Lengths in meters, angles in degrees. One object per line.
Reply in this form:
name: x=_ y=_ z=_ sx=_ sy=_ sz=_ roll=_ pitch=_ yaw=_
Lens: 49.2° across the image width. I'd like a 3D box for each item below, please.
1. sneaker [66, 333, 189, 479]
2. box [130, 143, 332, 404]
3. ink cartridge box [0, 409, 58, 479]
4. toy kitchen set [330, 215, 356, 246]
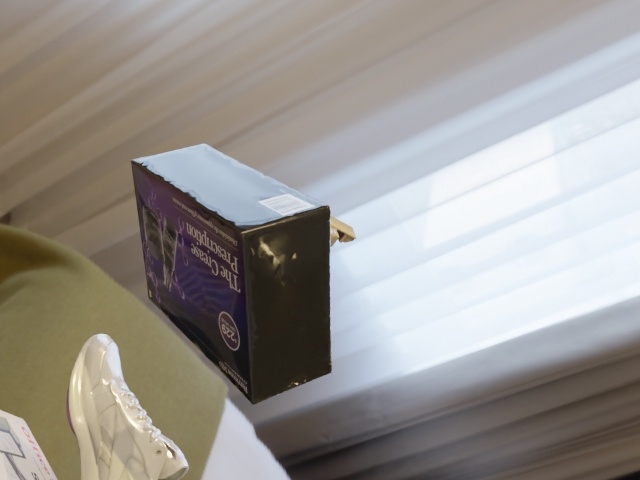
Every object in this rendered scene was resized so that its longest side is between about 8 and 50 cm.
sneaker: x=-0.260 y=0.273 z=0.959 sx=0.114 sy=0.152 sz=0.305 roll=78 pitch=-1 yaw=-70
box: x=-0.100 y=0.022 z=0.744 sx=0.261 sy=0.103 sz=0.184 roll=29 pitch=-50 yaw=49
ink cartridge box: x=-0.383 y=0.277 z=0.750 sx=0.198 sy=0.114 sz=0.273 roll=51 pitch=-12 yaw=21
toy kitchen set: x=0.000 y=0.000 z=0.990 sx=0.068 sy=0.075 sz=0.083 roll=26 pitch=23 yaw=-25
